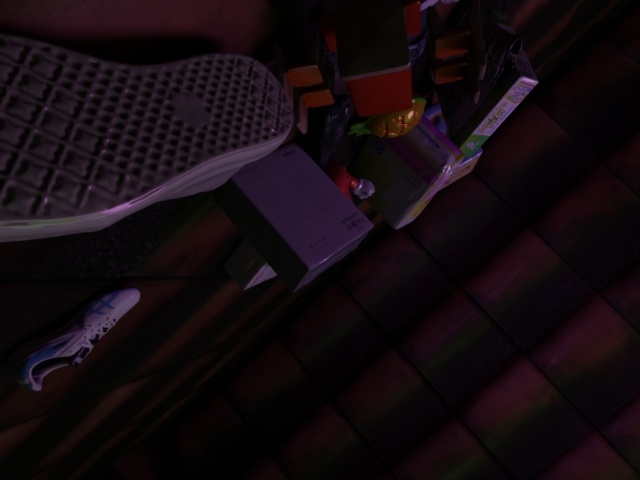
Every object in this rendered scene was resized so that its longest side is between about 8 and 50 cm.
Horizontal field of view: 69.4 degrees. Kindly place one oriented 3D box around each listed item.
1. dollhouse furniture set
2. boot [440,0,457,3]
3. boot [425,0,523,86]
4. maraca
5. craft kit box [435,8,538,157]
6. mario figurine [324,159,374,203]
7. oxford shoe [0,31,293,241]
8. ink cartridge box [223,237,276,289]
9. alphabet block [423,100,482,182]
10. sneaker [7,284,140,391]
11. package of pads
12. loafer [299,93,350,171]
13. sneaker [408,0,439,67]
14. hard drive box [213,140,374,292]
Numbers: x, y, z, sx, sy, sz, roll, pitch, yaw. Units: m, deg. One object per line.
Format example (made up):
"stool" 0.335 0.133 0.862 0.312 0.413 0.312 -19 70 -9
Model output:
"dollhouse furniture set" 0.070 -0.211 0.573 0.262 0.135 0.259 -7 172 12
"boot" 0.265 -0.443 0.702 0.095 0.123 0.258 -39 168 -14
"boot" 0.330 -0.390 1.018 0.083 0.161 0.246 -39 168 -13
"maraca" 0.145 -0.273 1.024 0.186 0.099 0.127 -19 172 30
"craft kit box" 0.387 -0.375 1.120 0.061 0.246 0.250 10 146 -17
"mario figurine" 0.030 -0.082 1.130 0.320 0.170 0.198 42 66 -85
"oxford shoe" -0.203 -0.091 0.429 0.130 0.169 0.449 -23 -177 39
"ink cartridge box" -0.127 0.025 1.222 0.160 0.092 0.219 -49 165 28
"alphabet block" 0.330 -0.260 1.356 0.193 0.193 0.197 -30 170 7
"sneaker" -0.419 0.168 0.817 0.237 0.086 0.085 -38 166 -23
"package of pads" 0.210 -0.188 1.203 0.101 0.229 0.296 -35 167 -31
"loafer" 0.007 -0.191 0.903 0.078 0.076 0.223 -27 159 -27
"sneaker" 0.095 -0.313 0.721 0.226 0.086 0.163 -35 166 -27
"hard drive box" -0.049 -0.051 0.850 0.181 0.232 0.089 -32 166 -37
